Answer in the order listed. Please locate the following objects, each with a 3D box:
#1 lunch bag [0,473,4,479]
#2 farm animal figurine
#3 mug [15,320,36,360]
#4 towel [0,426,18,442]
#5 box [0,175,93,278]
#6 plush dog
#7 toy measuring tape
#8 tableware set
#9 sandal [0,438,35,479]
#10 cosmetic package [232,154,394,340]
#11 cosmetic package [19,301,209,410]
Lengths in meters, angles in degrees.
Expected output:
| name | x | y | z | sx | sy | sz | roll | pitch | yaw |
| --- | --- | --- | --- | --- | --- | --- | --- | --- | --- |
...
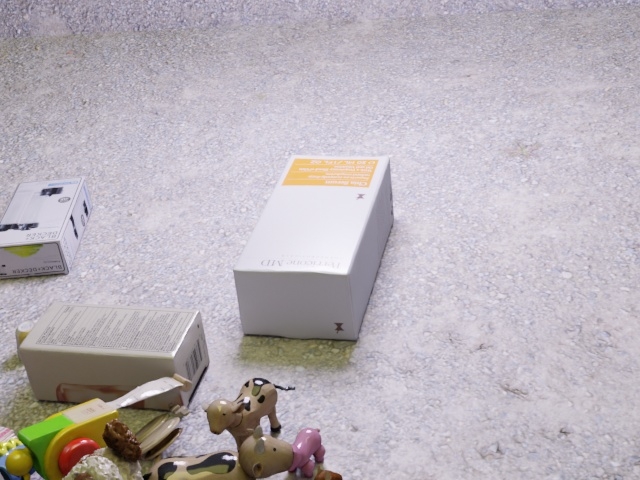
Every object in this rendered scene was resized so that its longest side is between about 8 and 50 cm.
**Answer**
| name | x | y | z | sx | sy | sz | roll | pitch | yaw |
| --- | --- | --- | --- | --- | --- | --- | --- | --- | --- |
| lunch bag | -0.584 | 0.352 | 1.383 | 0.287 | 0.169 | 0.235 | -5 | 45 | -50 |
| farm animal figurine | -0.127 | 0.342 | 1.590 | 0.326 | 0.172 | 0.330 | -19 | 34 | -19 |
| mug | -0.552 | 0.191 | 2.012 | 0.078 | 0.064 | 0.062 | 9 | 35 | 23 |
| towel | -0.611 | 0.359 | 1.757 | 0.197 | 0.029 | 0.144 | -1 | 26 | 44 |
| box | -0.626 | -0.033 | 2.360 | 0.169 | 0.087 | 0.290 | -4 | 32 | 4 |
| plush dog | -0.305 | 0.384 | 1.464 | 0.210 | 0.262 | 0.225 | 30 | 24 | -26 |
| toy measuring tape | -0.351 | 0.318 | 1.693 | 0.330 | 0.121 | 0.121 | -18 | 32 | -37 |
| tableware set | -0.264 | 0.324 | 1.703 | 0.128 | 0.039 | 0.194 | -40 | 7 | -16 |
| sandal | -0.515 | 0.430 | 1.601 | 0.138 | 0.126 | 0.317 | 33 | 35 | 3 |
| cosmetic package | 0.000 | 0.000 | 2.123 | 0.230 | 0.162 | 0.453 | 2 | 34 | 13 |
| cosmetic package | -0.367 | 0.208 | 1.892 | 0.296 | 0.129 | 0.153 | 3 | 34 | 15 |
